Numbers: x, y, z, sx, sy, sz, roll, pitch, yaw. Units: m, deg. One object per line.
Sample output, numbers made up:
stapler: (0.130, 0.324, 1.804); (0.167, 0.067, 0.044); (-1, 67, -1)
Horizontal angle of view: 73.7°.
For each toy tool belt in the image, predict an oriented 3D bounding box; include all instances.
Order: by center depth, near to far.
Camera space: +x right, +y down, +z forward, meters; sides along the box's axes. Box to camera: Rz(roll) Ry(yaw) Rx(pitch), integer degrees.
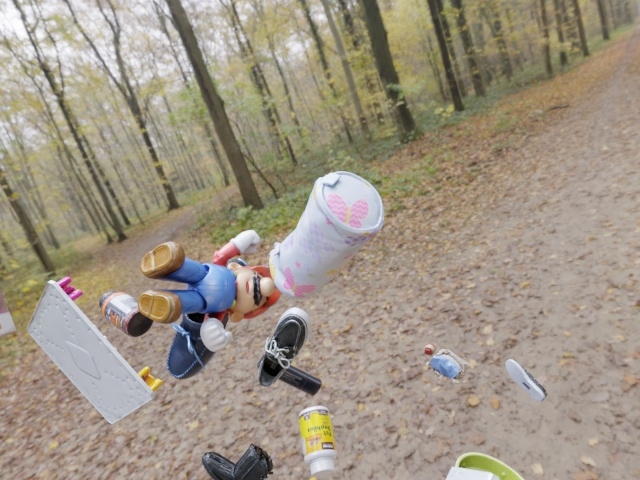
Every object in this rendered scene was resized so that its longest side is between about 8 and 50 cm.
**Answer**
toy tool belt: (0.219, 0.223, 0.772); (0.083, 0.052, 0.051); (27, 37, 25)

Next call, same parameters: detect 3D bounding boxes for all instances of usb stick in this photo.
usb stick: (-0.119, 0.533, 1.693); (0.077, 0.278, 0.045); (-56, 17, 6)

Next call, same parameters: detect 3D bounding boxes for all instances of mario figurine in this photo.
mario figurine: (-0.170, 0.084, 0.815); (0.170, 0.198, 0.320); (33, 8, 27)

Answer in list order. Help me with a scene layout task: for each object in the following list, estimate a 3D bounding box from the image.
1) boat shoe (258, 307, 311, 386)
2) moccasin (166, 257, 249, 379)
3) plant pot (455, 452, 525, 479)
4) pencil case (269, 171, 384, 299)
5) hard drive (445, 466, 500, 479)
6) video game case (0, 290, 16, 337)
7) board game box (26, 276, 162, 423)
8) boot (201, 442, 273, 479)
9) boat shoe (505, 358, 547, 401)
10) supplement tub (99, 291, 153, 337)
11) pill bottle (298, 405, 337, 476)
boat shoe: (-0.126, 0.347, 1.355); (0.306, 0.113, 0.105); (-58, -2, 30)
moccasin: (-0.302, 0.188, 1.060); (0.138, 0.342, 0.117); (26, 3, 19)
plant pot: (0.530, 0.900, 1.401); (0.276, 0.253, 0.276); (16, 17, -5)
pencil case: (0.000, 0.000, 0.741); (0.113, 0.124, 0.273); (-30, -12, -37)
hard drive: (0.357, 0.777, 1.167); (0.307, 0.040, 0.203); (-49, -2, -28)
video game case: (-0.580, 0.059, 0.592); (0.042, 0.232, 0.210); (-22, -2, 27)
board game box: (-0.645, 0.323, 1.200); (0.390, 0.390, 0.050); (-37, 4, 42)
boot: (-0.159, 0.435, 0.832); (0.099, 0.121, 0.045); (-46, -8, 6)
boat shoe: (0.624, 0.421, 1.297); (0.040, 0.142, 0.049); (-11, -38, -36)
supplement tub: (-0.655, 0.238, 1.426); (0.198, 0.106, 0.106); (21, 36, 32)
pill bottle: (-0.008, 0.721, 1.537); (0.117, 0.117, 0.215); (-19, 49, 6)
